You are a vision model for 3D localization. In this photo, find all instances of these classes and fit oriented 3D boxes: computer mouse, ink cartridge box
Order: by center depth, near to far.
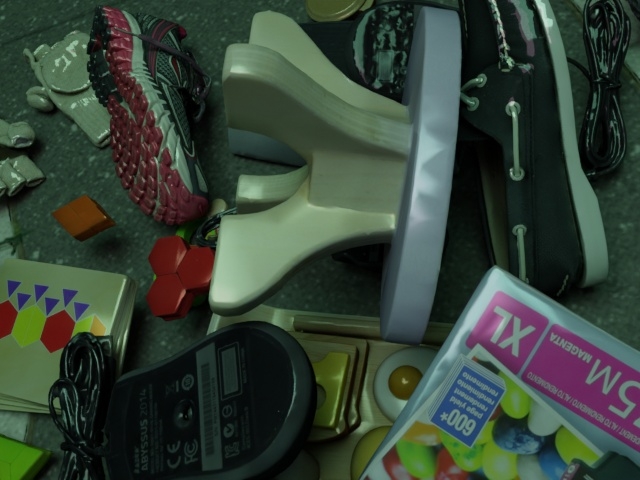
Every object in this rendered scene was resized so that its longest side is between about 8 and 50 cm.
[{"bbox_3d":[0.112,0.194,0.532,0.186,0.065,0.311,32,92,12],"label":"ink cartridge box"},{"bbox_3d":[-0.104,0.143,0.649,0.272,0.072,0.188,-19,59,29],"label":"computer mouse"},{"bbox_3d":[0.154,-0.130,0.756,0.262,0.060,0.184,-3,87,-1],"label":"computer mouse"},{"bbox_3d":[0.000,0.000,0.772,0.242,0.041,0.071,3,59,13],"label":"computer mouse"}]

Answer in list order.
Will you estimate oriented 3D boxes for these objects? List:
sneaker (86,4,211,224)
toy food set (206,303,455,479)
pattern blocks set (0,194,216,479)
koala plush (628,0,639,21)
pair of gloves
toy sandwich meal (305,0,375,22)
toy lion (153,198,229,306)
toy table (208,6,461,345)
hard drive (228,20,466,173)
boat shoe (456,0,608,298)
[{"bbox_3d":[-0.167,-0.148,0.874,0.112,0.121,0.299,-2,54,-29],"label":"sneaker"},{"bbox_3d":[0.032,0.149,0.658,0.306,0.092,0.219,3,63,19],"label":"toy food set"},{"bbox_3d":[-0.261,0.094,0.796,0.325,0.026,0.285,15,78,30],"label":"pattern blocks set"},{"bbox_3d":[0.377,-0.317,0.779,0.196,0.203,0.221,3,42,20],"label":"koala plush"},{"bbox_3d":[-0.350,-0.156,0.986,0.240,0.042,0.204,-34,57,-3],"label":"pair of gloves"},{"bbox_3d":[0.024,-0.277,0.939,0.086,0.029,0.085,-10,60,18],"label":"toy sandwich meal"},{"bbox_3d":[-0.126,0.018,0.823,0.096,0.034,0.100,-21,57,15],"label":"toy lion"},{"bbox_3d":[0.011,-0.062,0.629,0.161,0.252,0.274,7,56,0],"label":"toy table"},{"bbox_3d":[0.034,-0.156,0.850,0.255,0.054,0.172,8,65,22],"label":"hard drive"},{"bbox_3d":[0.153,-0.093,0.666,0.091,0.114,0.302,-17,93,-2],"label":"boat shoe"}]
